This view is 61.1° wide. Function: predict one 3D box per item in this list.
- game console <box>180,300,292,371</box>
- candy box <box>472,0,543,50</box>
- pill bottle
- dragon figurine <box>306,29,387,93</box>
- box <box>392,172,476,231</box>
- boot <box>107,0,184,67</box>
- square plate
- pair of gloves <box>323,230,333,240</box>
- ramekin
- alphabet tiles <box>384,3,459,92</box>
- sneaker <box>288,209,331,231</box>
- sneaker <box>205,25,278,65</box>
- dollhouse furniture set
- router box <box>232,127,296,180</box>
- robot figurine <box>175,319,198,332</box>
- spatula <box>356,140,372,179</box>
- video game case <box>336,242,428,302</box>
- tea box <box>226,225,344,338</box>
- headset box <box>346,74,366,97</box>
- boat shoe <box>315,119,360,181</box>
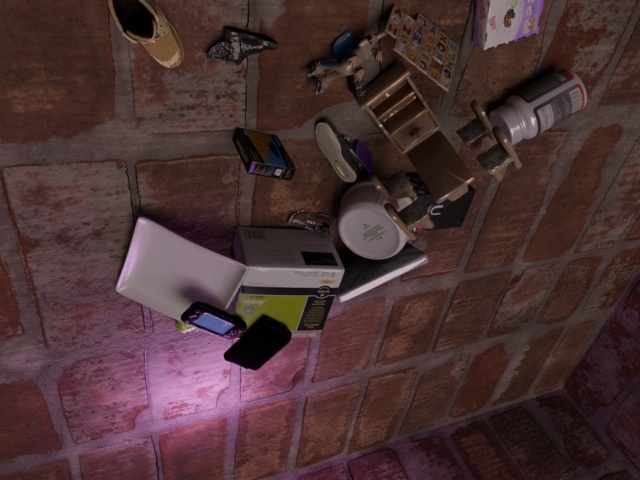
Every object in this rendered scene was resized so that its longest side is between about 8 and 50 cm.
[{"bbox_3d":[-0.281,0.296,1.724,0.361,0.044,0.213,32,115,-33],"label":"game console"},{"bbox_3d":[0.551,-0.672,1.591,0.196,0.070,0.165,-20,135,-12],"label":"candy box"},{"bbox_3d":[0.725,-0.443,1.822,0.283,0.161,0.161,-29,136,-1],"label":"pill bottle"},{"bbox_3d":[0.089,-0.512,1.473,0.289,0.144,0.085,-49,135,-9],"label":"dragon figurine"},{"bbox_3d":[0.384,-0.139,1.921,0.270,0.143,0.165,-7,132,-24],"label":"box"},{"bbox_3d":[-0.376,-0.462,1.182,0.095,0.203,0.262,-30,135,-1],"label":"boot"},{"bbox_3d":[-0.427,0.110,1.660,0.347,0.049,0.344,26,128,-8],"label":"square plate"},{"bbox_3d":[0.000,0.000,1.934,0.083,0.010,0.074,-39,135,7],"label":"pair of gloves"},{"bbox_3d":[0.179,-0.058,1.794,0.272,0.127,0.273,13,132,15],"label":"ramekin"},{"bbox_3d":[0.279,-0.540,1.483,0.237,0.198,0.009,31,147,-19],"label":"alphabet tiles"},{"bbox_3d":[-0.030,-0.060,1.825,0.157,0.065,0.061,-2,129,-27],"label":"sneaker"},{"bbox_3d":[-0.198,-0.484,1.373,0.170,0.051,0.089,6,125,-26],"label":"sneaker"},{"bbox_3d":[0.288,-0.284,1.547,0.362,0.394,0.256,-35,136,16],"label":"dollhouse furniture set"},{"bbox_3d":[-0.159,-0.241,1.513,0.133,0.179,0.046,5,127,-32],"label":"router box"},{"bbox_3d":[-0.455,0.281,1.897,0.115,0.067,0.101,-24,155,-8],"label":"robot figurine"},{"bbox_3d":[0.169,-0.216,1.804,0.030,0.084,0.296,-5,146,16],"label":"spatula"},{"bbox_3d":[0.177,0.090,1.918,0.329,0.300,0.036,-24,108,-7],"label":"video game case"},{"bbox_3d":[-0.137,0.146,1.819,0.328,0.220,0.324,4,126,-22],"label":"tea box"},{"bbox_3d":[0.099,-0.458,1.544,0.032,0.062,0.083,-23,135,-10],"label":"headset box"},{"bbox_3d":[0.057,-0.287,1.679,0.079,0.084,0.233,-58,134,-25],"label":"boat shoe"}]
